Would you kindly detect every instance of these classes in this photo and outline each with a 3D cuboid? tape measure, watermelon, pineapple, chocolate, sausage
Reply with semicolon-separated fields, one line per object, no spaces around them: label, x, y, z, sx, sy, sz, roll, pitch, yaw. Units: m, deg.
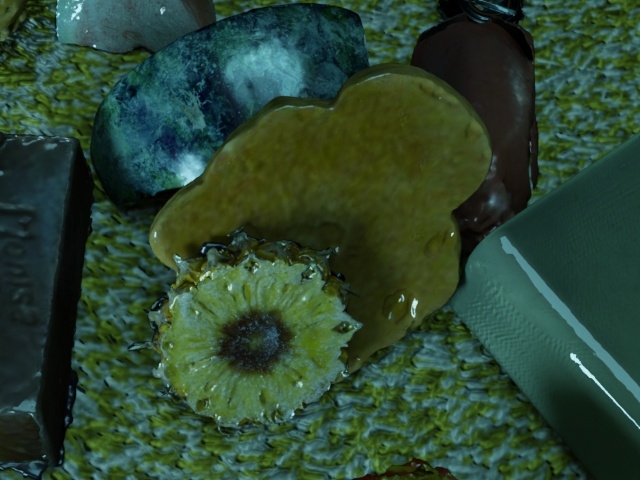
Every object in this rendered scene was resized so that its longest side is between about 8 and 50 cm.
tape measure;0.183;-0.264;1.516;0.091;0.054;0.094;-33;66;-21
watermelon;-0.077;-0.098;1.330;0.318;0.226;0.148;-25;65;16
pineapple;-0.066;0.088;1.222;0.221;0.221;0.047;1;22;-9
watermelon;-0.193;-0.287;1.474;0.207;0.136;0.202;-37;113;-51
chocolate;-0.278;0.052;1.242;0.112;0.112;0.321;5;62;-4
sausage;0.153;-0.114;1.377;0.152;0.152;0.279;11;59;-3

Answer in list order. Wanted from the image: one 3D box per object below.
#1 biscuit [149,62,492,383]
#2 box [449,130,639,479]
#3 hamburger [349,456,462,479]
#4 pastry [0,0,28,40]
biscuit;-0.001;-0.002;1.248;0.376;0.051;0.269;-45;111;9
box;0.366;0.078;1.301;0.352;0.177;0.344;-33;71;-22
hamburger;0.088;0.325;1.085;0.276;0.179;0.294;-15;59;-44
pastry;-0.422;-0.304;1.374;0.311;0.162;0.255;6;82;5
